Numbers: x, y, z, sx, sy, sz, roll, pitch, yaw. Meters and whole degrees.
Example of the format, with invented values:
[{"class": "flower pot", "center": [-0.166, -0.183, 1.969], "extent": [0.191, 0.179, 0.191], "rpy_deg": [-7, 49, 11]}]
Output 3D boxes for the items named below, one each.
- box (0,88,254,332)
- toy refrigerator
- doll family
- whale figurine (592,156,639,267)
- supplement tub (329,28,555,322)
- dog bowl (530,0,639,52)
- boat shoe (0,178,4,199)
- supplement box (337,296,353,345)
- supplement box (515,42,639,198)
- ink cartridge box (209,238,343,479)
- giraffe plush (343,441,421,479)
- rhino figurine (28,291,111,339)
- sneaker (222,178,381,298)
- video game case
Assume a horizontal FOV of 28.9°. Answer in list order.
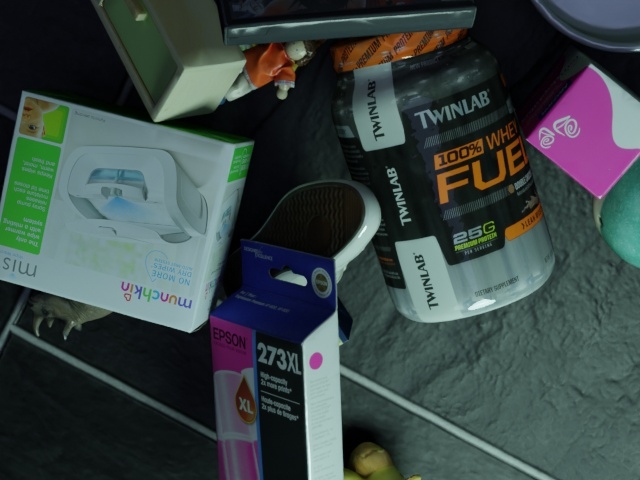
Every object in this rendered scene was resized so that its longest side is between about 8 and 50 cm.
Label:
[{"class": "box", "center": [-0.237, -0.040, 1.483], "extent": [0.262, 0.127, 0.231], "rpy_deg": [16, 98, 7]}, {"class": "toy refrigerator", "center": [-0.199, -0.277, 1.427], "extent": [0.102, 0.094, 0.269], "rpy_deg": [-48, 63, 47]}, {"class": "doll family", "center": [-0.073, -0.289, 1.494], "extent": [0.163, 0.118, 0.263], "rpy_deg": [-23, 84, 17]}, {"class": "whale figurine", "center": [0.462, -0.055, 1.464], "extent": [0.272, 0.141, 0.216], "rpy_deg": [-18, 136, -6]}, {"class": "supplement tub", "center": [0.138, -0.092, 1.464], "extent": [0.207, 0.207, 0.338], "rpy_deg": [-17, 103, 9]}, {"class": "dog bowl", "center": [0.352, -0.353, 1.430], "extent": [0.265, 0.104, 0.265], "rpy_deg": [1, 104, 4]}, {"class": "boat shoe", "center": [-0.396, -0.062, 1.599], "extent": [0.042, 0.049, 0.133], "rpy_deg": [36, 109, -13]}, {"class": "supplement box", "center": [-0.010, 0.113, 1.594], "extent": [0.083, 0.083, 0.056], "rpy_deg": [-31, 99, 13]}, {"class": "supplement box", "center": [0.305, -0.142, 1.429], "extent": [0.114, 0.220, 0.111], "rpy_deg": [38, 104, -6]}, {"class": "ink cartridge box", "center": [-0.051, 0.193, 1.469], "extent": [0.175, 0.069, 0.371], "rpy_deg": [12, 107, 47]}, {"class": "giraffe plush", "center": [0.038, 0.326, 1.617], "extent": [0.170, 0.181, 0.210], "rpy_deg": [-9, 88, -16]}, {"class": "rhino figurine", "center": [-0.296, 0.042, 1.606], "extent": [0.106, 0.073, 0.243], "rpy_deg": [43, 105, -4]}, {"class": "sneaker", "center": [0.000, 0.000, 1.501], "extent": [0.290, 0.123, 0.106], "rpy_deg": [-31, 69, 50]}, {"class": "video game case", "center": [0.013, -0.327, 1.382], "extent": [0.275, 0.248, 0.035], "rpy_deg": [-6, 147, -9]}]
